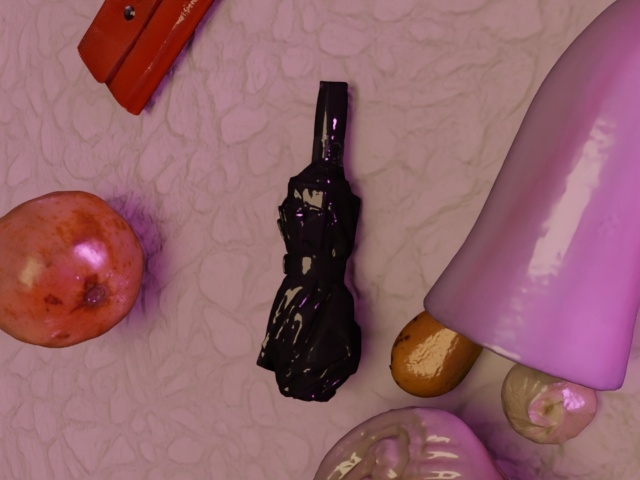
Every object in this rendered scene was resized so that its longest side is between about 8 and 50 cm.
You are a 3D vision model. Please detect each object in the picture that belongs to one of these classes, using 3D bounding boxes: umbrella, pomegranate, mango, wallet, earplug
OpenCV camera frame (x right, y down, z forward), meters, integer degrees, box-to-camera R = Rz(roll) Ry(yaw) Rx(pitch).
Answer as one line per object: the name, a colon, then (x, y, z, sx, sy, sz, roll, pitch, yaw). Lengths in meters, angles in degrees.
umbrella: (0.000, 0.000, 0.730, 0.118, 0.118, 0.339, 4, 86, 32)
pomegranate: (-0.327, 0.034, 0.867, 0.207, 0.207, 0.207, 3, 95, 32)
mango: (0.117, 0.107, 0.680, 0.114, 0.057, 0.079, -46, 63, 23)
wallet: (-0.222, -0.280, 0.871, 0.204, 0.045, 0.142, -48, 69, 25)
earplug: (0.217, -0.054, 0.556, 0.172, 0.172, 0.301, 25, 100, 28)

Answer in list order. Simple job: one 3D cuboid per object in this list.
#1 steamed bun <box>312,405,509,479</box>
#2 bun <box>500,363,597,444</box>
steamed bun: (0.099, 0.349, 0.624, 0.310, 0.219, 0.324, -44, 45, 11)
bun: (0.204, 0.147, 0.628, 0.086, 0.055, 0.086, 3, 96, 32)
